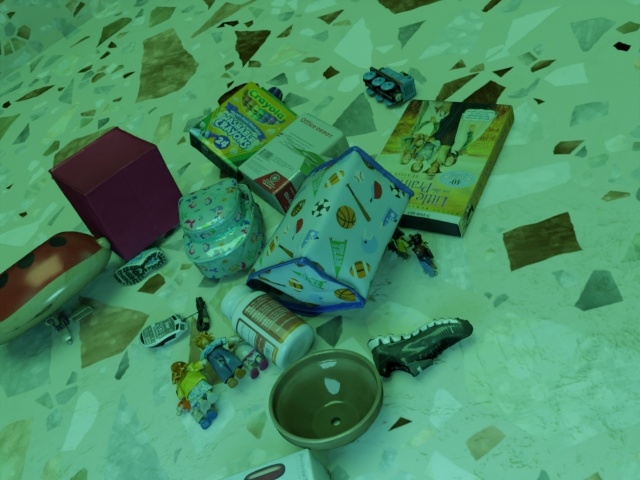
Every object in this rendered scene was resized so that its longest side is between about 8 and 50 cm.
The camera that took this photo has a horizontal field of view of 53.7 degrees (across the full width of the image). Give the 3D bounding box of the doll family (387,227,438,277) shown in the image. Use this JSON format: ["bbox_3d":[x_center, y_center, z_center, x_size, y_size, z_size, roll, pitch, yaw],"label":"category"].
[{"bbox_3d":[0.216,0.014,1.516,0.193,0.111,0.076,27,67,38],"label":"doll family"}]

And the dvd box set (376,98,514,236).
[{"bbox_3d":[0.304,-0.210,1.695,0.308,0.062,0.420,12,59,32],"label":"dvd box set"}]

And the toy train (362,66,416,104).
[{"bbox_3d":[0.210,-0.484,1.957,0.105,0.080,0.184,-31,44,-14],"label":"toy train"}]

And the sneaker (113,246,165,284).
[{"bbox_3d":[-0.529,0.073,1.856,0.162,0.063,0.073,-28,28,-3],"label":"sneaker"}]

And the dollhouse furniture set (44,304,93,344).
[{"bbox_3d":[-0.696,0.232,1.782,0.114,0.091,0.081,-34,62,-9],"label":"dollhouse furniture set"}]

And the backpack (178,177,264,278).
[{"bbox_3d":[-0.272,-0.030,1.734,0.225,0.191,0.253,-19,53,8],"label":"backpack"}]

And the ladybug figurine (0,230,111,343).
[{"bbox_3d":[-0.798,0.118,1.793,0.449,0.161,0.305,-37,17,-4],"label":"ladybug figurine"}]

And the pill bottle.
[{"bbox_3d":[-0.130,0.196,1.491,0.216,0.121,0.121,34,71,27],"label":"pill bottle"}]

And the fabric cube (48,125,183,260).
[{"bbox_3d":[-0.592,-0.146,1.886,0.259,0.258,0.254,-40,43,-23],"label":"fabric cube"}]

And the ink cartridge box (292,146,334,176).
[{"bbox_3d":[0.017,-0.182,1.707,0.109,0.209,0.062,47,117,43],"label":"ink cartridge box"}]

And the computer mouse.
[{"bbox_3d":[-0.383,0.229,1.662,0.193,0.042,0.106,-25,51,-4],"label":"computer mouse"}]

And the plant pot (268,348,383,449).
[{"bbox_3d":[0.021,0.349,1.313,0.238,0.109,0.237,-12,35,9],"label":"plant pot"}]

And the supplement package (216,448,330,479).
[{"bbox_3d":[-0.102,0.524,1.224,0.244,0.133,0.139,-22,48,6],"label":"supplement package"}]

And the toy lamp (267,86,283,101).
[{"bbox_3d":[-0.204,-0.394,2.067,0.080,0.080,0.274,10,57,31],"label":"toy lamp"}]

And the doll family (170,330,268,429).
[{"bbox_3d":[-0.261,0.298,1.493,0.263,0.118,0.163,-43,49,-13],"label":"doll family"}]

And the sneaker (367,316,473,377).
[{"bbox_3d":[0.218,0.239,1.357,0.235,0.078,0.106,-18,50,15],"label":"sneaker"}]

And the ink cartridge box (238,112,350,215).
[{"bbox_3d":[-0.069,-0.224,1.840,0.273,0.114,0.197,-42,47,-11],"label":"ink cartridge box"}]

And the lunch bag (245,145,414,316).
[{"bbox_3d":[0.000,0.000,1.532,0.386,0.239,0.327,-17,40,56],"label":"lunch bag"}]

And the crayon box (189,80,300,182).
[{"bbox_3d":[-0.219,-0.353,1.958,0.203,0.083,0.323,40,67,11],"label":"crayon box"}]
